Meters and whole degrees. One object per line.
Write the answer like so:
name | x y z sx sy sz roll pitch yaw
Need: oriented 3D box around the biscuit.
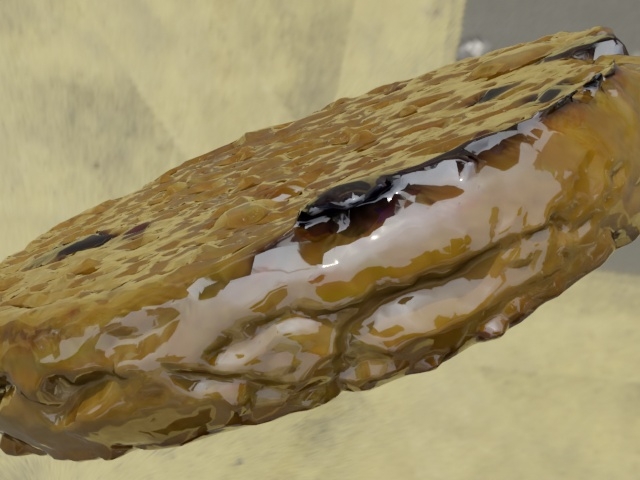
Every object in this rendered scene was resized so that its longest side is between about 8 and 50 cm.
biscuit | 0.000 0.002 0.685 0.296 0.296 0.075 -22 100 -10
